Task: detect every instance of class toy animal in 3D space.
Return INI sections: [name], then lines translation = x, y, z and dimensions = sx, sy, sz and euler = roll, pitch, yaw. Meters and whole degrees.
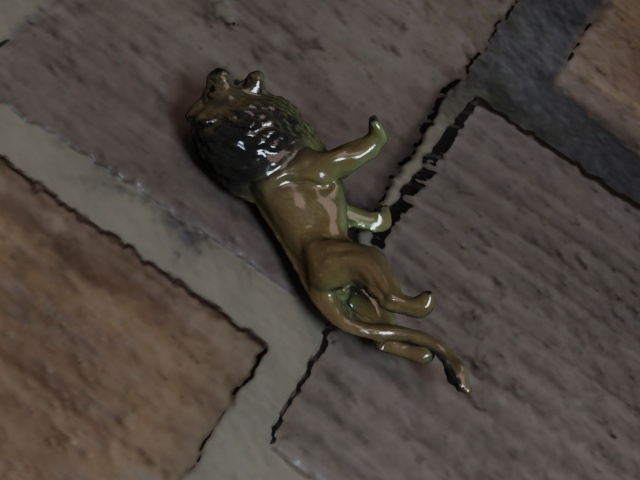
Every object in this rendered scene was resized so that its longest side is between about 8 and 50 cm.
[toy animal]
translation = 0.016, -0.006, 0.968
dimensions = 0.086, 0.069, 0.220
euler = -33, 69, -18
